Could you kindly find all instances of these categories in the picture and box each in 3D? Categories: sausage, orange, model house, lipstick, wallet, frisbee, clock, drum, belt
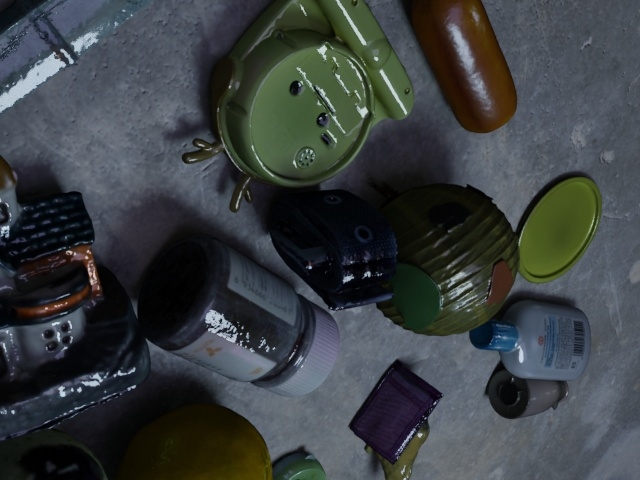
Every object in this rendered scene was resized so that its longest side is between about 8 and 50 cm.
[{"bbox_3d":[0.217,-0.272,1.075,0.105,0.105,0.274,-43,132,-6],"label":"sausage"},{"bbox_3d":[-0.187,0.382,1.068,0.235,0.279,0.279,-4,122,0],"label":"orange"},{"bbox_3d":[-0.350,0.041,0.809,0.271,0.190,0.301,-15,122,-25],"label":"model house"},{"bbox_3d":[-0.276,-0.239,0.773,0.290,0.077,0.076,-42,131,-9],"label":"lipstick"},{"bbox_3d":[0.141,0.324,1.360,0.166,0.111,0.030,-56,167,3],"label":"wallet"},{"bbox_3d":[0.476,-0.020,1.447,0.236,0.017,0.236,-16,123,-27],"label":"frisbee"},{"bbox_3d":[-0.034,-0.172,0.964,0.308,0.096,0.235,-45,132,-3],"label":"clock"},{"bbox_3d":[-0.104,0.457,1.301,0.253,0.049,0.130,-6,118,-32],"label":"drum"},{"bbox_3d":[0.001,0.000,1.004,0.128,0.218,0.122,-9,116,-26],"label":"belt"}]

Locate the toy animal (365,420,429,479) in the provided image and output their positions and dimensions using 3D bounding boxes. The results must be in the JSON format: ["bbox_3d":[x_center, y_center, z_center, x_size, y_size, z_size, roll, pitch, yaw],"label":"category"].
[{"bbox_3d":[0.160,0.416,1.423,0.103,0.101,0.218,5,112,-38],"label":"toy animal"}]

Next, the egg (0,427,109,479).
[{"bbox_3d":[-0.436,0.388,0.885,0.379,0.287,0.287,-27,129,-2],"label":"egg"}]

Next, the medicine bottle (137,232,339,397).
[{"bbox_3d":[-0.110,0.116,1.030,0.165,0.165,0.273,-52,132,1],"label":"medicine bottle"}]

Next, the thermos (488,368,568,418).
[{"bbox_3d":[0.469,0.314,1.585,0.193,0.105,0.137,4,81,-39],"label":"thermos"}]

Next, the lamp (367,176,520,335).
[{"bbox_3d":[0.170,0.008,1.129,0.250,0.250,0.284,-37,91,-12],"label":"lamp"}]

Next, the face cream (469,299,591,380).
[{"bbox_3d":[0.436,0.204,1.485,0.337,0.080,0.163,10,83,-38],"label":"face cream"}]
